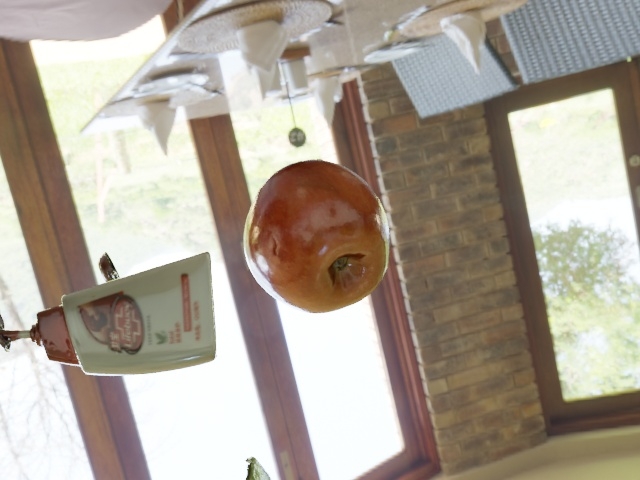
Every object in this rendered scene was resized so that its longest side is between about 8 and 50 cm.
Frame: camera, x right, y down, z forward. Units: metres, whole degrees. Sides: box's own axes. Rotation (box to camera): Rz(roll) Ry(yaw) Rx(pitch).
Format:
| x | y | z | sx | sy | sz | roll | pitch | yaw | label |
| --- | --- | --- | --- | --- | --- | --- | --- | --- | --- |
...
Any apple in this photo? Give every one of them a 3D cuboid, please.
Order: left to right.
| x | y | z | sx | sy | sz | roll | pitch | yaw | label |
| --- | --- | --- | --- | --- | --- | --- | --- | --- | --- |
| 0.000 | 0.000 | 1.010 | 0.251 | 0.272 | 0.206 | -27 | -134 | -30 | apple |

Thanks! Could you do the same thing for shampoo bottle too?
| x | y | z | sx | sy | sz | roll | pitch | yaw | label |
| --- | --- | --- | --- | --- | --- | --- | --- | --- | --- |
| -0.279 | 0.104 | 0.775 | 0.284 | 0.153 | 0.071 | -5 | 169 | -15 | shampoo bottle |

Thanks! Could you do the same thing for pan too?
| x | y | z | sx | sy | sz | roll | pitch | yaw | label |
| --- | --- | --- | --- | --- | --- | --- | --- | --- | --- |
| -0.341 | 0.055 | 0.962 | 0.023 | 0.068 | 0.115 | -25 | -168 | -17 | pan |

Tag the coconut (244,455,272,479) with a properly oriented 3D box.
| x | y | z | sx | sy | sz | roll | pitch | yaw | label |
| --- | --- | --- | --- | --- | --- | --- | --- | --- | --- |
| -0.072 | 0.289 | 0.558 | 0.055 | 0.133 | 0.158 | 5 | -129 | 25 | coconut |
